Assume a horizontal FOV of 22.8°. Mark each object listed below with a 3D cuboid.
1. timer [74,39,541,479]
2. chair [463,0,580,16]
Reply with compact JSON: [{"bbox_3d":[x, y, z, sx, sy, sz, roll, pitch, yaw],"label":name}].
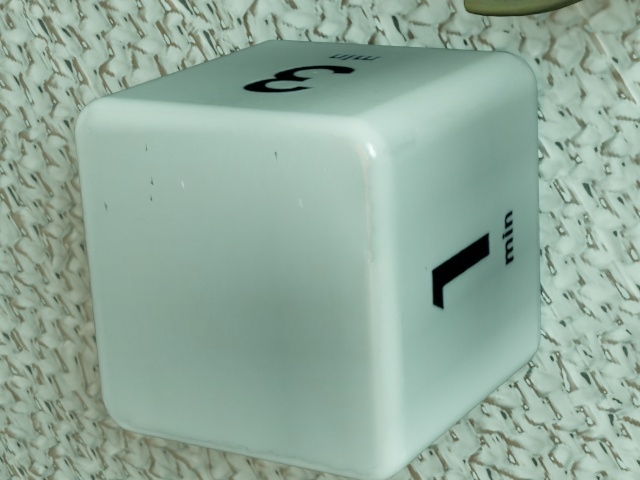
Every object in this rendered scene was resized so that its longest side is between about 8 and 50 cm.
[{"bbox_3d":[0.000,0.000,0.891,0.192,0.195,0.194,7,111,30],"label":"timer"},{"bbox_3d":[0.134,-0.208,0.687,0.166,0.272,0.188,34,121,17],"label":"chair"}]
